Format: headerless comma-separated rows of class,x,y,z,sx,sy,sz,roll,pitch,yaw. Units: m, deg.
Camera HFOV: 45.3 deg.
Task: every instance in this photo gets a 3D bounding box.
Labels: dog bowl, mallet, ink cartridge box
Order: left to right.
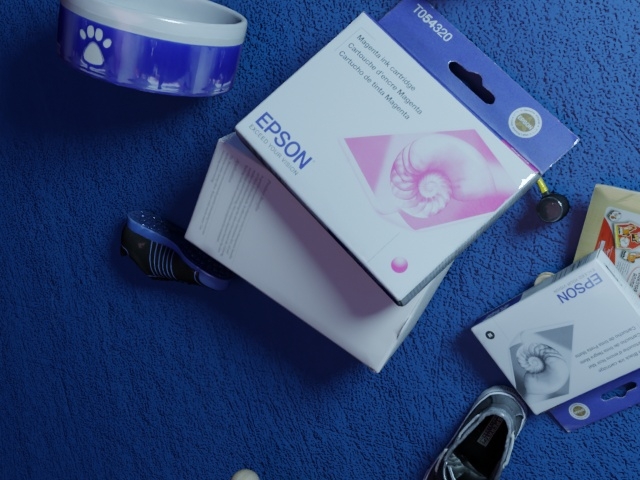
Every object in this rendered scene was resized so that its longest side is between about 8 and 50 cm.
dog bowl,-0.246,-0.301,1.124,0.265,0.265,0.104,22,114,18
ink cartridge box,0.112,-0.140,1.011,0.330,0.071,0.324,-43,76,-2
mallet,0.291,-0.111,1.066,0.039,0.062,0.189,-29,76,26
ink cartridge box,0.362,0.156,1.068,0.223,0.045,0.224,-39,91,36

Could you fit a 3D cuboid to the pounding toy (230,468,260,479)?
pounding toy,-0.111,0.501,1.359,0.237,0.110,0.183,39,87,-28

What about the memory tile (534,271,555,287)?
memory tile,0.366,0.112,1.086,0.148,0.012,0.113,22,124,20

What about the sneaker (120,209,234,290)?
sneaker,-0.251,0.037,1.326,0.232,0.081,0.090,32,117,21

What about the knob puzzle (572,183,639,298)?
knob puzzle,0.444,0.022,1.019,0.213,0.030,0.213,13,120,24

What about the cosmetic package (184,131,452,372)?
cosmetic package,0.000,0.000,1.145,0.365,0.155,0.197,34,123,11

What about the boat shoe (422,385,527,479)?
boat shoe,0.224,0.365,1.181,0.108,0.102,0.301,31,114,14
